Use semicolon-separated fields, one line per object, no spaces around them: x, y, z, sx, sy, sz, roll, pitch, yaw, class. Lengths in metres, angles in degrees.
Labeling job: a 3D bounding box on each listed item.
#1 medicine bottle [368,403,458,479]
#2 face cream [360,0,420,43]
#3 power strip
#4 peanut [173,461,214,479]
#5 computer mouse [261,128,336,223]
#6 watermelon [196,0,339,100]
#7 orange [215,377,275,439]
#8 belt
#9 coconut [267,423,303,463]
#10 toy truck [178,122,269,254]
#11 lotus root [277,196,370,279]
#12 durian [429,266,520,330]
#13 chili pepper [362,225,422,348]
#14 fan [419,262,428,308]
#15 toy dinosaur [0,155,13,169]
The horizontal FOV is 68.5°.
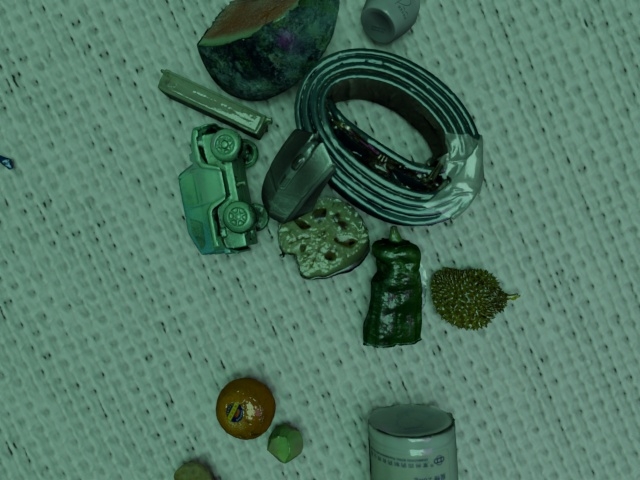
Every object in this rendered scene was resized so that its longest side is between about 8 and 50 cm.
0.205;0.550;1.026;0.190;0.190;0.331;-4;91;-1;medicine bottle
0.153;-0.504;1.034;0.117;0.117;0.104;36;72;-2;face cream
-0.238;-0.302;1.050;0.272;0.078;0.052;24;91;-2;power strip
-0.242;0.603;1.060;0.120;0.110;0.236;-40;85;21;peanut
-0.058;-0.123;0.958;0.126;0.071;0.231;46;129;12;computer mouse
-0.122;-0.441;0.982;0.319;0.148;0.226;-32;64;22;watermelon
-0.165;0.375;1.050;0.136;0.117;0.135;-4;75;15;orange
0.145;-0.214;1.015;0.437;0.173;0.300;38;92;-1;belt
-0.081;0.462;1.073;0.082;0.081;0.083;27;108;26;coconut
-0.211;-0.108;1.021;0.156;0.155;0.278;-10;92;7;toy truck
0.004;-0.001;1.067;0.204;0.078;0.183;-7;80;-5;lotus root
0.358;0.134;1.069;0.208;0.102;0.146;2;85;-5;durian
0.164;0.100;1.050;0.136;0.099;0.270;1;97;5;chili pepper
0.178;0.144;1.106;0.131;0.009;0.240;29;90;-2;fan
-0.844;-0.258;1.039;0.144;0.076;0.329;-37;94;-7;toy dinosaur
